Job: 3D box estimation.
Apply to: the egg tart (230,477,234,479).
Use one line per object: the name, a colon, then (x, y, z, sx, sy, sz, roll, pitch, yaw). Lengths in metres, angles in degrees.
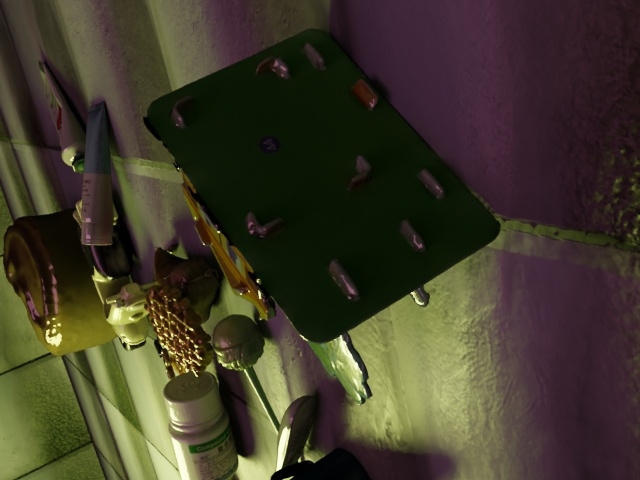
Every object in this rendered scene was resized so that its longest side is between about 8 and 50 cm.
egg tart: (-0.262, 0.620, 1.731, 0.191, 0.074, 0.191, 39, 142, 39)

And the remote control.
remote control: (-0.052, 0.338, 1.192, 0.044, 0.073, 0.229, 31, 135, 18)

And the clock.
clock: (-0.502, 0.082, 1.706, 0.378, 0.120, 0.276, 66, 153, 2)

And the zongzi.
zongzi: (-0.272, 0.059, 1.346, 0.197, 0.099, 0.194, 61, 150, 18)

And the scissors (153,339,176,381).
scissors: (-0.386, 0.279, 1.707, 0.220, 0.017, 0.088, -157, 52, -66)

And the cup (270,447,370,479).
cup: (-0.009, 0.419, 1.126, 0.150, 0.138, 0.113, -25, 88, 60)

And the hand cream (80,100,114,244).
hand cream: (-0.493, -0.147, 1.550, 0.111, 0.070, 0.312, 8, 96, 56)

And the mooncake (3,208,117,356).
mooncake: (-0.734, 0.111, 1.972, 0.394, 0.246, 0.392, 5, 108, 53)

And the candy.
candy: (-0.101, 0.282, 1.256, 0.093, 0.092, 0.335, 18, 133, 62)

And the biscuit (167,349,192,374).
biscuit: (-0.329, 0.225, 1.602, 0.144, 0.033, 0.224, 31, 137, 48)

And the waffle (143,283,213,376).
waffle: (-0.259, 0.160, 1.271, 0.191, 0.038, 0.191, 32, 139, 34)

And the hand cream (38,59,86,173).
hand cream: (-0.633, -0.297, 1.717, 0.336, 0.076, 0.121, 57, 147, 29)

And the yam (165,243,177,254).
yam: (-0.324, 0.031, 1.478, 0.021, 0.021, 0.116, 64, 151, 6)

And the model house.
model house: (0.000, 0.000, 0.817, 0.357, 0.243, 0.312, 50, 162, 23)

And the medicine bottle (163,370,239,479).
medicine bottle: (-0.262, 0.411, 1.525, 0.139, 0.139, 0.236, 23, 127, 50)
